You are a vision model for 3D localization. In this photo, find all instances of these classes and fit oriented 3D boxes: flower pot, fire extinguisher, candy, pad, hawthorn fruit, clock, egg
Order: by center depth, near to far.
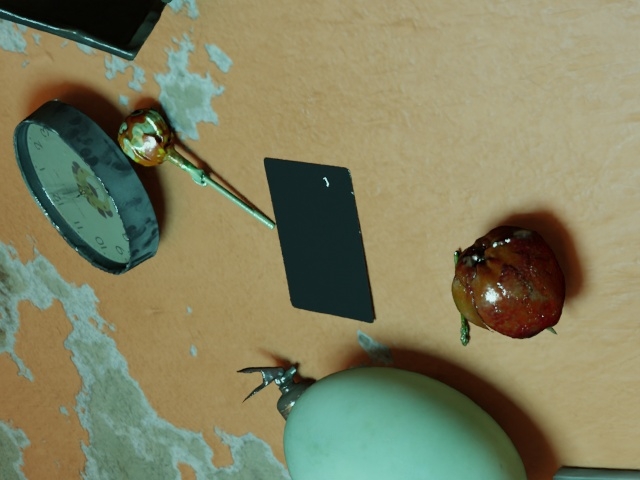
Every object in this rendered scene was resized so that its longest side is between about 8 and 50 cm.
[{"bbox_3d":[0.257,0.064,1.707,0.172,0.148,0.148,42,140,-20],"label":"hawthorn fruit"},{"bbox_3d":[-0.295,-0.404,1.724,0.251,0.379,0.379,31,138,-11],"label":"flower pot"},{"bbox_3d":[0.122,0.333,1.899,0.388,0.276,0.276,23,131,23],"label":"egg"},{"bbox_3d":[0.000,0.000,1.962,0.159,0.009,0.265,10,123,35],"label":"pad"},{"bbox_3d":[-0.187,-0.106,2.008,0.287,0.078,0.084,34,99,2],"label":"candy"},{"bbox_3d":[-0.033,0.293,2.122,0.252,0.106,0.075,53,157,-5],"label":"fire extinguisher"},{"bbox_3d":[-0.387,-0.083,2.123,0.312,0.061,0.313,35,147,27],"label":"clock"}]

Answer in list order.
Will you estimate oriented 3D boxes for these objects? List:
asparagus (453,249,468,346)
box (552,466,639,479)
[{"bbox_3d":[0.201,0.083,1.851,0.016,0.013,0.166,-11,121,-3],"label":"asparagus"},{"bbox_3d":[0.432,0.380,1.857,0.177,0.036,0.115,-5,116,41],"label":"box"}]
